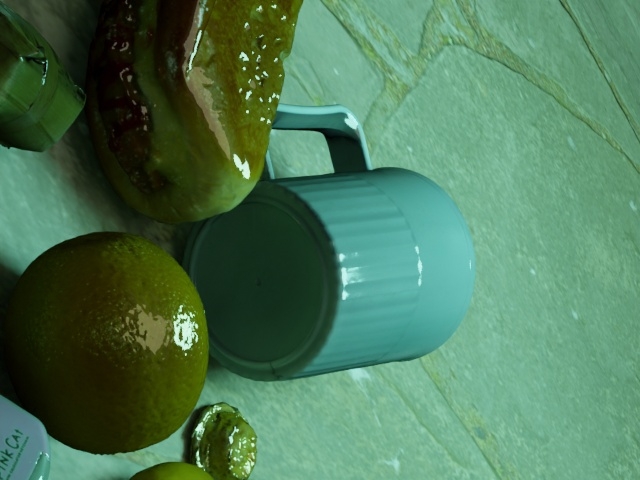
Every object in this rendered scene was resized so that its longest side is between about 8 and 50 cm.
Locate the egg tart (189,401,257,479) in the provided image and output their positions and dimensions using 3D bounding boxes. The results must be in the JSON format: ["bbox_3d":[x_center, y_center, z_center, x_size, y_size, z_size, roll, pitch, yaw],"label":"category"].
[{"bbox_3d":[-0.109,0.260,1.913,0.128,0.049,0.129,18,69,-55],"label":"egg tart"}]

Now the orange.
[{"bbox_3d":[-0.221,0.105,1.627,0.236,0.236,0.236,21,65,-53],"label":"orange"}]

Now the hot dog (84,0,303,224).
[{"bbox_3d":[-0.157,-0.232,1.841,0.223,0.185,0.405,45,46,-44],"label":"hot dog"}]

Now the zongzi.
[{"bbox_3d":[-0.390,-0.215,1.591,0.123,0.289,0.260,-53,172,-2],"label":"zongzi"}]

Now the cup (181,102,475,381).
[{"bbox_3d":[0.016,0.009,1.957,0.311,0.256,0.331,-7,112,-56],"label":"cup"}]

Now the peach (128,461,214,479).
[{"bbox_3d":[-0.169,0.338,1.749,0.179,0.103,0.179,15,72,-56],"label":"peach"}]

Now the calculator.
[{"bbox_3d":[-0.364,0.172,1.460,0.246,0.045,0.141,36,36,-12],"label":"calculator"}]
